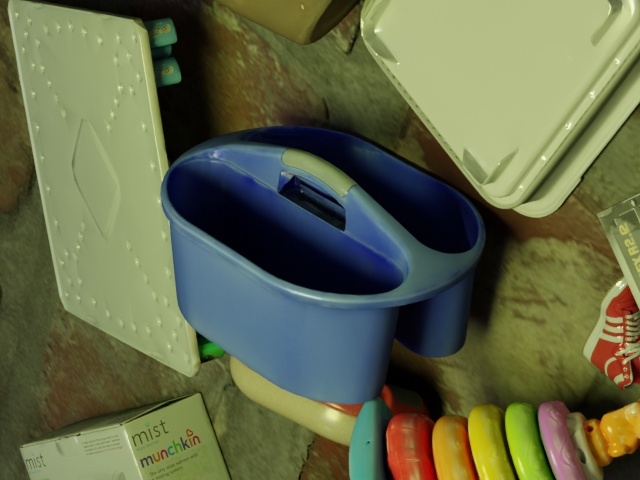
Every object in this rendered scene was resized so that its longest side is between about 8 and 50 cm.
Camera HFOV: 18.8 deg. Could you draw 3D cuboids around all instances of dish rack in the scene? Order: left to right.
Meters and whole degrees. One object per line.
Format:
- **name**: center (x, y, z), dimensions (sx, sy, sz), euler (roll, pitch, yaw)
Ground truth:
- **dish rack**: center (0.162, -0.200, 1.712), dimensions (0.285, 0.072, 0.333), euler (54, 138, 20)

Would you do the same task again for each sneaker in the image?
- **sneaker**: center (0.277, 0.083, 1.719), dimensions (0.067, 0.042, 0.118), euler (49, 145, 30)

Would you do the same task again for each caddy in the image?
- **caddy**: center (0.000, 0.000, 1.858), dimensions (0.341, 0.241, 0.179), euler (31, 134, 38)

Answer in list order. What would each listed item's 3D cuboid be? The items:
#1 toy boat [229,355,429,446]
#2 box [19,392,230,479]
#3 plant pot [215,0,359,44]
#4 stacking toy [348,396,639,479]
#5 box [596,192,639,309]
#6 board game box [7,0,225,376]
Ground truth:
- **toy boat**: center (0.017, 0.118, 1.993), dimensions (0.231, 0.151, 0.151), euler (22, 92, 42)
- **box**: center (-0.226, 0.324, 2.355), dimensions (0.262, 0.127, 0.231), euler (-19, 91, 52)
- **plant pot**: center (-0.049, -0.311, 1.805), dimensions (0.229, 0.263, 0.263), euler (41, 137, 5)
- **stacking toy**: center (0.192, 0.201, 1.750), dimensions (0.302, 0.175, 0.165), euler (-21, 119, 14)
- **box**: center (0.350, 0.046, 1.605), dimensions (0.183, 0.056, 0.231), euler (-30, 82, 52)
- **board game box**: center (-0.233, -0.075, 2.186), dimensions (0.390, 0.050, 0.390), euler (19, 121, 59)
